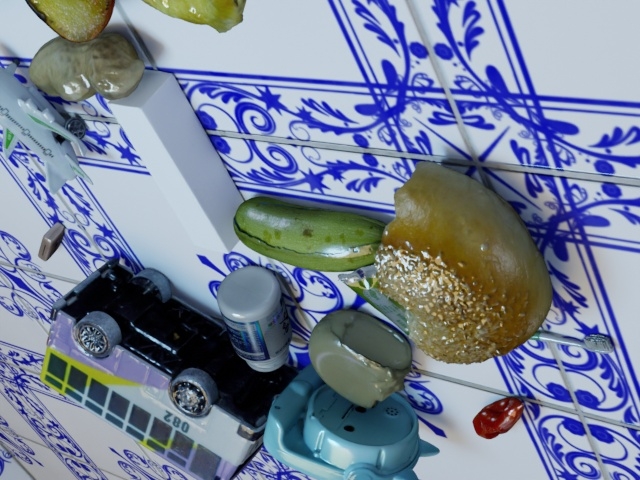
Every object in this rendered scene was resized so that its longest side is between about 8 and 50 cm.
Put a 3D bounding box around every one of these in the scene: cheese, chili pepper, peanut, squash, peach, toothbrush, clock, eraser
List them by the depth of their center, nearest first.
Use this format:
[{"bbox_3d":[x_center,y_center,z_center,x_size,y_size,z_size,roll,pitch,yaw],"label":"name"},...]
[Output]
[{"bbox_3d":[-0.322,-0.351,1.529,0.279,0.068,0.189,20,141,47],"label":"peach"},{"bbox_3d":[0.289,0.131,1.636,0.257,0.018,0.024,4,135,45],"label":"toothbrush"},{"bbox_3d":[-0.325,-0.243,1.673,0.228,0.104,0.085,5,152,41],"label":"peanut"},{"bbox_3d":[0.000,0.000,1.689,0.341,0.094,0.094,10,142,39],"label":"squash"},{"bbox_3d":[-0.202,-0.112,1.755,0.076,0.078,0.298,12,143,38],"label":"eraser"},{"bbox_3d":[0.272,0.276,1.832,0.050,0.059,0.191,44,155,5],"label":"chili pepper"},{"bbox_3d":[0.063,0.194,1.909,0.175,0.091,0.202,29,152,13],"label":"cheese"},{"bbox_3d":[0.061,0.315,1.977,0.274,0.223,0.094,19,120,16],"label":"clock"}]

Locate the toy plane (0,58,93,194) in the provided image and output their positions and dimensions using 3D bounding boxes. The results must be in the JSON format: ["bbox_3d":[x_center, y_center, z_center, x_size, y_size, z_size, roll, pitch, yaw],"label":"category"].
[{"bbox_3d":[-0.463,-0.191,1.910,0.251,0.101,0.255,1,132,48],"label":"toy plane"}]

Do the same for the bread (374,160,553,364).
[{"bbox_3d":[0.189,0.062,1.487,0.192,0.171,0.314,26,151,27],"label":"bread"}]

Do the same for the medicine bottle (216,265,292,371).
[{"bbox_3d":[-0.106,0.137,1.992,0.107,0.107,0.191,22,149,25],"label":"medicine bottle"}]

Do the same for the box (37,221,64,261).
[{"bbox_3d":[-0.527,0.004,2.326,0.025,0.048,0.115,41,151,0],"label":"box"}]

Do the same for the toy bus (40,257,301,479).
[{"bbox_3d":[-0.274,0.254,2.165,0.440,0.209,0.249,29,126,11],"label":"toy bus"}]

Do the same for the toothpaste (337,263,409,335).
[{"bbox_3d":[0.126,0.102,1.697,0.078,0.046,0.248,-18,138,35],"label":"toothpaste"}]

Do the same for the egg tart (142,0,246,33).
[{"bbox_3d":[-0.183,-0.357,1.287,0.315,0.120,0.315,34,170,7],"label":"egg tart"}]
